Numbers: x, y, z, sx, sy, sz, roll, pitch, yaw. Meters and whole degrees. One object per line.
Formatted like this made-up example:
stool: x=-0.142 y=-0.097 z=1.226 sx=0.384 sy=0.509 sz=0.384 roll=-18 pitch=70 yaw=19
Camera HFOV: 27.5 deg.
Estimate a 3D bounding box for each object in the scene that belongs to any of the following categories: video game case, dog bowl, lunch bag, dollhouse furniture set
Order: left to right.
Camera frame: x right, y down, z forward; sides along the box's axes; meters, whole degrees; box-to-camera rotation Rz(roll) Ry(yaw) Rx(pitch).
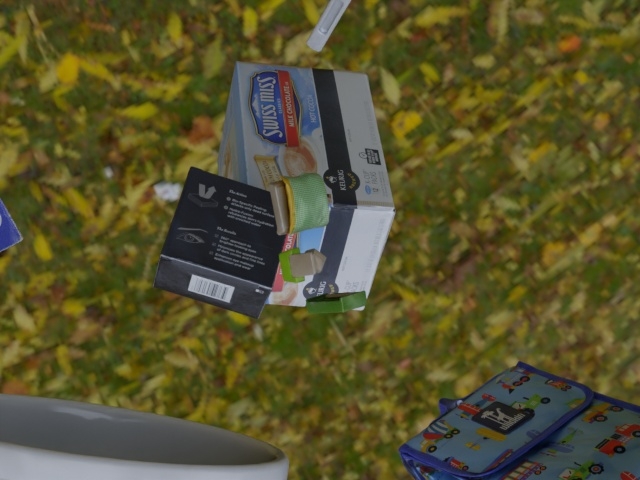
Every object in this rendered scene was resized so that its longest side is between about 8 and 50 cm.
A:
dog bowl: x=-0.158 y=0.169 z=0.841 sx=0.265 sy=0.265 sz=0.104 roll=10 pitch=88 yaw=-38
dollhouse furniture set: x=0.000 y=0.000 z=1.363 sx=0.076 sy=0.151 sz=0.059 roll=-12 pitch=-177 yaw=-44
video game case: x=0.055 y=-0.322 z=1.431 sx=0.201 sy=0.023 sz=0.183 roll=-61 pitch=-175 yaw=-19
lunch bag: x=0.256 y=0.262 z=1.550 sx=0.221 sy=0.293 sz=0.138 roll=-33 pitch=131 yaw=-31

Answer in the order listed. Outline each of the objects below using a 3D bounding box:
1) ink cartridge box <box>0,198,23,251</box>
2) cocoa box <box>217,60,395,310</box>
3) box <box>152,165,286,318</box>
ink cartridge box: x=-0.462 y=-0.054 z=1.470 sx=0.224 sy=0.223 sz=0.045 roll=-24 pitch=-173 yaw=41
cocoa box: x=-0.036 y=-0.091 z=2.093 sx=0.228 sy=0.347 sz=0.231 roll=4 pitch=134 yaw=-12
box: x=-0.131 y=0.003 z=1.798 sx=0.156 sy=0.158 sz=0.093 roll=18 pitch=146 yaw=-4
